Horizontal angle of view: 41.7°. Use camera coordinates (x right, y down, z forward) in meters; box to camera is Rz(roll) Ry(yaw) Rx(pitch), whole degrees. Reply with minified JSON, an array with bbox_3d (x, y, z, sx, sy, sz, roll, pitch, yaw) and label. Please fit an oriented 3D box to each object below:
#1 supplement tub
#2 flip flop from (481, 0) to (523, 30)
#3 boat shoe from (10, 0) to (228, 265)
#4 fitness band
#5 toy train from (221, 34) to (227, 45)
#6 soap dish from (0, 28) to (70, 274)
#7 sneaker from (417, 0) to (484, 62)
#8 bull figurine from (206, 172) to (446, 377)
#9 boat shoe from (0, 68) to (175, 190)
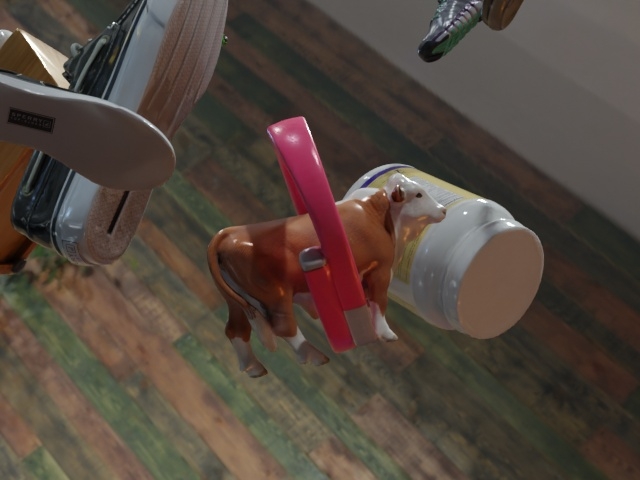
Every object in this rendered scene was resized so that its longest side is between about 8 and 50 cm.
[{"bbox_3d":[0.206,0.015,1.510,0.331,0.241,0.241,31,-31,48],"label":"supplement tub"},{"bbox_3d":[0.289,-0.364,1.002,0.080,0.112,0.277,42,-56,19],"label":"flip flop"},{"bbox_3d":[-0.193,-0.143,0.790,0.119,0.335,0.121,17,-19,17],"label":"boat shoe"},{"bbox_3d":[0.000,0.000,0.934,0.291,0.054,0.209,73,-1,-47],"label":"fitness band"},{"bbox_3d":[-0.170,-0.281,1.228,0.083,0.023,0.017,-16,-90,36],"label":"toy train"},{"bbox_3d":[-0.367,-0.085,0.982,0.118,0.291,0.229,38,2,8],"label":"soap dish"},{"bbox_3d":[0.230,-0.412,1.534,0.098,0.223,0.083,42,-27,9],"label":"sneaker"},{"bbox_3d":[0.016,0.033,0.959,0.101,0.310,0.188,-14,-91,60],"label":"bull figurine"},{"bbox_3d":[-0.153,-0.071,0.493,0.142,0.049,0.040,19,19,-21],"label":"boat shoe"}]
